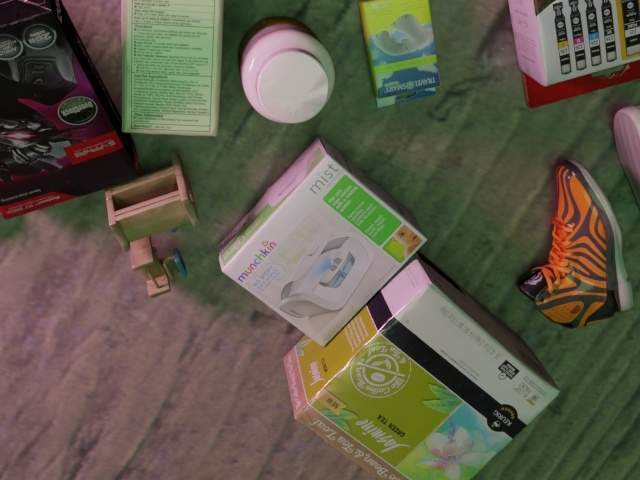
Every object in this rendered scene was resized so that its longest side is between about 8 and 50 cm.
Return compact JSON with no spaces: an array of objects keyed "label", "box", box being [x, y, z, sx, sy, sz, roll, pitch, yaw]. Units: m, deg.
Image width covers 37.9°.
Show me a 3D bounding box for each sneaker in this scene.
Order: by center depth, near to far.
[{"label":"sneaker","box":[0.622,-0.140,1.610,0.169,0.108,0.292,-29,121,2]},{"label":"sneaker","box":[0.427,0.026,1.629,0.180,0.124,0.321,-23,112,0]}]

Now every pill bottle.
[{"label":"pill bottle","box":[-0.052,-0.252,1.393,0.137,0.245,0.136,-3,111,-7]}]

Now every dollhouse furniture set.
[{"label":"dollhouse furniture set","box":[-0.260,-0.027,1.534,0.129,0.129,0.183,-19,136,-1]}]

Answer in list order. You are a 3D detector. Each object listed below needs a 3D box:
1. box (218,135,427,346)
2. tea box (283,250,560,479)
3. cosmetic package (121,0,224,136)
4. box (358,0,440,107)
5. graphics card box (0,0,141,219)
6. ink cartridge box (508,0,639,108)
[{"label":"box","box":[0.000,0.000,1.563,0.231,0.126,0.262,40,102,-21]},{"label":"tea box","box":[0.165,0.235,1.622,0.329,0.220,0.323,39,102,-19]},{"label":"cosmetic package","box":[-0.222,-0.316,1.410,0.153,0.129,0.296,3,111,-7]},{"label":"box","box":[0.130,-0.308,1.507,0.109,0.042,0.178,-12,111,-2]},{"label":"graphics card box","box":[-0.429,-0.193,1.350,0.233,0.094,0.371,-16,145,-1]},{"label":"ink cartridge box","box":[0.473,-0.361,1.486,0.310,0.130,0.271,-16,113,-2]}]
